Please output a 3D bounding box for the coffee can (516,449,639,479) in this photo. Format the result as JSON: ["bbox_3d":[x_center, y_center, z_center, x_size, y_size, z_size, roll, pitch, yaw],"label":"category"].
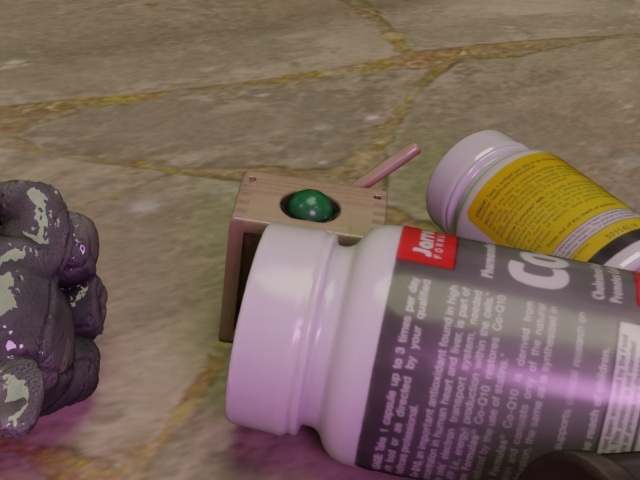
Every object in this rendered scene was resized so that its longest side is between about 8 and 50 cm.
[{"bbox_3d":[0.251,0.197,0.573,0.275,0.201,0.201,-1,34,-15],"label":"coffee can"}]

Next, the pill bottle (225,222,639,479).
[{"bbox_3d":[0.091,0.079,0.754,0.283,0.161,0.161,11,33,4],"label":"pill bottle"}]

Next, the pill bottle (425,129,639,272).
[{"bbox_3d":[0.184,0.001,0.933,0.119,0.119,0.208,-14,39,-30],"label":"pill bottle"}]

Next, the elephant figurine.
[{"bbox_3d":[-0.272,0.051,0.759,0.240,0.186,0.169,-1,76,5],"label":"elephant figurine"}]

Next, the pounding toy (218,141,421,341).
[{"bbox_3d":[0.000,0.000,0.874,0.130,0.141,0.100,9,33,0],"label":"pounding toy"}]
